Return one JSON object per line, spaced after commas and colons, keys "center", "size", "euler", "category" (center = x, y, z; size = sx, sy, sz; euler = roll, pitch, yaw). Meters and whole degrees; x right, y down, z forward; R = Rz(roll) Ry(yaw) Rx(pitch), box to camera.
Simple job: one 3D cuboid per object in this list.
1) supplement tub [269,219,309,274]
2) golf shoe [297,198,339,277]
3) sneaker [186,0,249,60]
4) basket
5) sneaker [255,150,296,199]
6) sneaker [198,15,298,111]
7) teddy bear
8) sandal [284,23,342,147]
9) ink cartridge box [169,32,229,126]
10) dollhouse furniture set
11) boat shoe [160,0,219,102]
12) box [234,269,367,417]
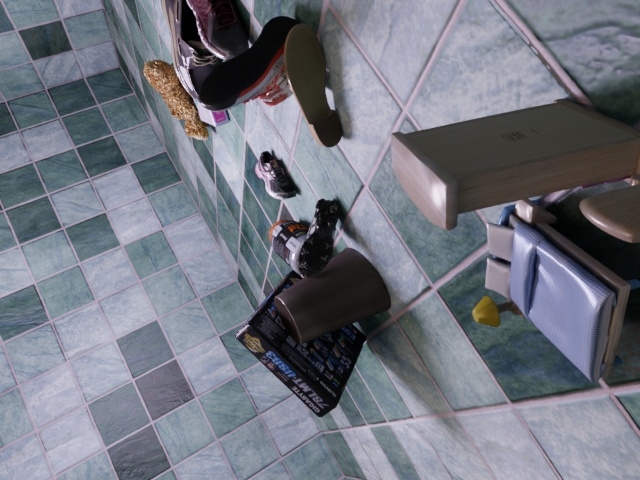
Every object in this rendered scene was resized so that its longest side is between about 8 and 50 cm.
{"center": [-0.068, 0.014, 1.408], "size": [0.190, 0.117, 0.116], "euler": [37, 147, 50], "category": "supplement tub"}
{"center": [0.000, 0.000, 1.187], "size": [0.077, 0.198, 0.094], "euler": [19, 170, 2], "category": "golf shoe"}
{"center": [-0.255, -0.575, 1.172], "size": [0.281, 0.107, 0.162], "euler": [58, 157, 18], "category": "sneaker"}
{"center": [0.016, 0.141, 1.188], "size": [0.204, 0.227, 0.154], "euler": [45, 153, 44], "category": "basket"}
{"center": [-0.131, -0.188, 1.395], "size": [0.178, 0.072, 0.077], "euler": [46, 144, 28], "category": "sneaker"}
{"center": [-0.123, -0.303, 0.964], "size": [0.090, 0.270, 0.145], "euler": [27, 154, 16], "category": "sneaker"}
{"center": [-0.508, -0.524, 1.818], "size": [0.245, 0.113, 0.337], "euler": [-96, -20, -63], "category": "teddy bear"}
{"center": [-0.031, -0.298, 0.971], "size": [0.079, 0.088, 0.239], "euler": [27, 145, 53], "category": "sandal"}
{"center": [-0.406, -0.547, 1.648], "size": [0.186, 0.065, 0.310], "euler": [35, 148, 55], "category": "ink cartridge box"}
{"center": [0.213, 0.049, 0.504], "size": [0.286, 0.198, 0.303], "euler": [-113, 11, -57], "category": "dollhouse furniture set"}
{"center": [-0.366, -0.560, 1.428], "size": [0.130, 0.132, 0.355], "euler": [37, 149, 52], "category": "boat shoe"}
{"center": [-0.037, 0.254, 1.284], "size": [0.295, 0.293, 0.073], "euler": [43, 120, -3], "category": "box"}
